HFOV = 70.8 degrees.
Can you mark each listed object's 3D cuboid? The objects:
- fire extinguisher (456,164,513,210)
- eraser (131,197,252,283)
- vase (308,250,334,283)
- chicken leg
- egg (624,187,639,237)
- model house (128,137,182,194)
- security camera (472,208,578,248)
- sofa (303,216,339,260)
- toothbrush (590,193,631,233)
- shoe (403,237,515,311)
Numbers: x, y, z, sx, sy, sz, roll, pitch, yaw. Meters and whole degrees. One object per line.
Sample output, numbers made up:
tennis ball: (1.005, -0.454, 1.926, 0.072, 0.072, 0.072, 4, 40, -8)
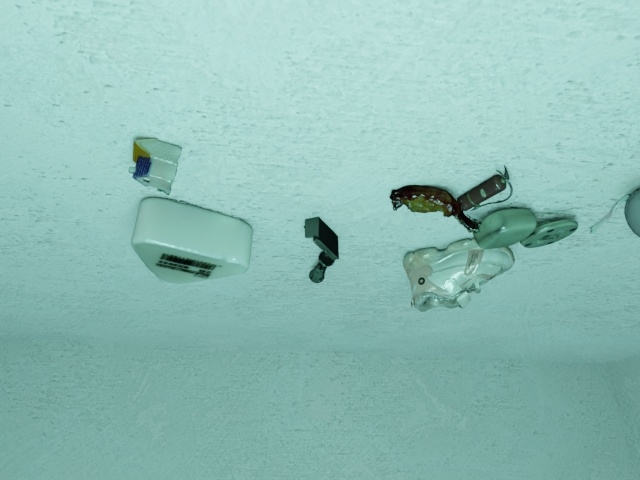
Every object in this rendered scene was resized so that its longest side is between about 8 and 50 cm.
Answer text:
fire extinguisher: (0.417, -0.118, 1.120, 0.078, 0.045, 0.157, 48, 141, -4)
eraser: (-0.354, 0.015, 1.317, 0.331, 0.150, 0.331, -1, 154, 0)
vase: (0.004, 0.094, 1.565, 0.059, 0.059, 0.167, 6, 153, -11)
chicken leg: (0.300, -0.084, 1.152, 0.253, 0.051, 0.106, 20, 146, -1)
egg: (0.839, -0.065, 1.107, 0.198, 0.146, 0.146, 22, 148, -22)
model house: (-0.374, -0.163, 1.006, 0.100, 0.101, 0.088, 14, 153, -21)
security camera: (0.579, -0.034, 1.268, 0.301, 0.080, 0.157, -1, 153, -19)
sofa: (0.000, 0.000, 1.343, 0.060, 0.085, 0.147, -14, 151, 21)
toothbrush: (0.798, -0.070, 1.246, 0.022, 0.017, 0.204, 18, 155, 10)
shoe: (0.445, 0.123, 1.448, 0.351, 0.198, 0.172, -13, 152, 29)
